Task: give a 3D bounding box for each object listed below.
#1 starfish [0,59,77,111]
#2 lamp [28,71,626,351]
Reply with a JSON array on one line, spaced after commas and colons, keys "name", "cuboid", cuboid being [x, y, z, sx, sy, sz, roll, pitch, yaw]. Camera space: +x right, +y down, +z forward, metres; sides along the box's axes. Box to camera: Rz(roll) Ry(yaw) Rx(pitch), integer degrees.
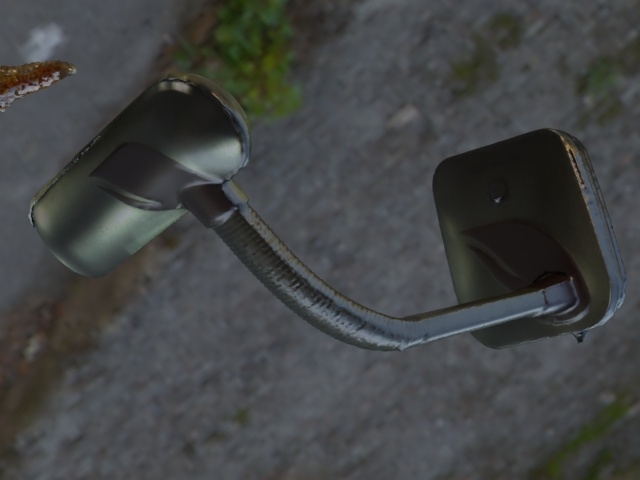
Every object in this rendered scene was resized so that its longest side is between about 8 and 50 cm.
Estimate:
[{"name": "starfish", "cuboid": [-0.243, -0.062, 1.043, 0.227, 0.043, 0.240, -12, -176, 25]}, {"name": "lamp", "cuboid": [-0.001, 0.007, 1.008, 0.283, 0.125, 0.203, 5, 167, -36]}]
